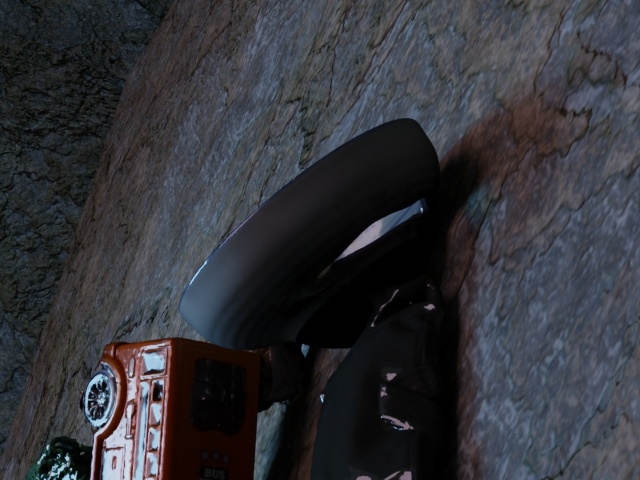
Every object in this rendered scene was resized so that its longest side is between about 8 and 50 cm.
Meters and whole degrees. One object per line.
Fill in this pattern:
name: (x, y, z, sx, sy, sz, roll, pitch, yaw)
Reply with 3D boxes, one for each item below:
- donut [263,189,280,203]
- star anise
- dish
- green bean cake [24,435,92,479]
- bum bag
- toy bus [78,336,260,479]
donut: (-0.051, 0.017, 1.811, 0.108, 0.065, 0.166, -135, 67, -74)
star anise: (-0.028, 0.090, 1.644, 0.172, 0.063, 0.208, -43, 22, 44)
dish: (0.022, 0.029, 1.406, 0.273, 0.134, 0.273, -38, -12, -10)
green bean cake: (-0.243, 0.340, 1.779, 0.107, 0.193, 0.208, -48, 25, 38)
bum bag: (0.046, 0.164, 1.246, 0.142, 0.079, 0.326, -47, 21, 36)
toy bus: (-0.145, 0.265, 1.547, 0.153, 0.143, 0.329, -13, 67, 48)
